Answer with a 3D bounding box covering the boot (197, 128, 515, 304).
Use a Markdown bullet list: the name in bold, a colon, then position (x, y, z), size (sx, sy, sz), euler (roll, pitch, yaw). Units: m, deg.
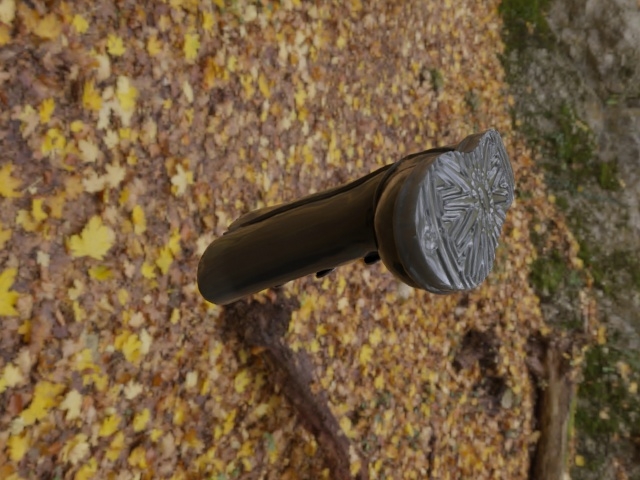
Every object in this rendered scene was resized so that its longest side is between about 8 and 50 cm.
- **boot**: position (0.001, 0.000, 0.841), size (0.367, 0.445, 0.146), euler (-32, 106, -58)
